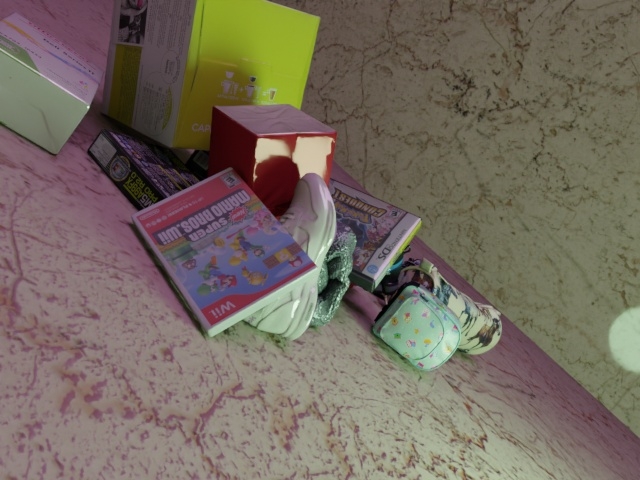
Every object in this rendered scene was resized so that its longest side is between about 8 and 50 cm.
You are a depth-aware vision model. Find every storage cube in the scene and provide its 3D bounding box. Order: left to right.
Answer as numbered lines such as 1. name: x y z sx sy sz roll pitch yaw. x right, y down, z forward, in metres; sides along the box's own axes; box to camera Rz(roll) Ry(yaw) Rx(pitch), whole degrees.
1. storage cube: -0.100 -0.150 1.262 0.184 0.193 0.215 -9 31 -33

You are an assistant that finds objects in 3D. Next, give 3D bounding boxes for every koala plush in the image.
1. koala plush: -0.061 0.031 1.288 0.221 0.203 0.196 18 23 -26

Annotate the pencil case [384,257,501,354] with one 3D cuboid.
1. pencil case: 0.373 0.206 1.860 0.410 0.183 0.160 29 16 -41

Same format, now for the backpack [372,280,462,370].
1. backpack: 0.238 0.209 1.506 0.188 0.166 0.144 38 10 -1

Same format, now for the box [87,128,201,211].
1. box: -0.307 -0.101 1.283 0.270 0.060 0.216 45 14 20

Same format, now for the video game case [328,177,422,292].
1. video game case: 0.064 -0.025 1.497 0.275 0.035 0.248 26 50 19

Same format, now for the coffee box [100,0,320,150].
1. coffee box: -0.257 -0.400 1.463 0.338 0.338 0.334 -3 23 -46

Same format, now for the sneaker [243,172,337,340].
1. sneaker: -0.062 0.015 1.124 0.152 0.305 0.114 18 -14 -24

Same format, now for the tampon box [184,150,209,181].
1. tampon box: -0.257 -0.163 1.523 0.120 0.101 0.161 37 13 -10

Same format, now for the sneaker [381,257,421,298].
1. sneaker: 0.244 0.103 1.920 0.330 0.147 0.130 24 21 -48

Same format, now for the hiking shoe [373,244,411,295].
1. hiking shoe: 0.063 0.042 1.538 0.304 0.132 0.113 9 17 -26

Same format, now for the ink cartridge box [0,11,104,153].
1. ink cartridge box: -0.541 -0.317 1.219 0.207 0.119 0.353 33 15 -26

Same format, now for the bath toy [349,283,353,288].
1. bath toy: 0.000 0.000 1.648 0.348 0.151 0.129 41 49 -10

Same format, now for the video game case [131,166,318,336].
1. video game case: -0.166 0.006 1.067 0.285 0.204 0.025 48 -23 32
